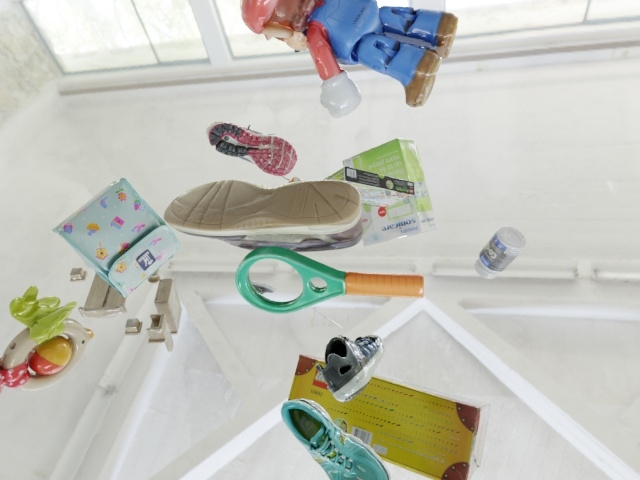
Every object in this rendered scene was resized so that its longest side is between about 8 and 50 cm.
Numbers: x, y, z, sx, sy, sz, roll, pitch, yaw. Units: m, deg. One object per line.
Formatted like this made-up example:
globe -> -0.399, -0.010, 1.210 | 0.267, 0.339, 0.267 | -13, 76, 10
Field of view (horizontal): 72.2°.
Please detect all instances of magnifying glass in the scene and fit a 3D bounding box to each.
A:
magnifying glass -> 0.007, 0.052, 0.532 | 0.230, 0.092, 0.026 | 0, -150, 11

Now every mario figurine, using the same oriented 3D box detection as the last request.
mario figurine -> 0.029, -0.306, 0.652 | 0.320, 0.170, 0.198 | 26, -136, 11

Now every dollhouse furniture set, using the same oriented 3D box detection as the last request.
dollhouse furniture set -> -0.668, 0.244, 1.470 | 0.355, 0.174, 0.303 | -3, -138, -5

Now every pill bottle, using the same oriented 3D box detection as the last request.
pill bottle -> 0.457, 0.033, 1.127 | 0.078, 0.137, 0.078 | 9, -132, -10

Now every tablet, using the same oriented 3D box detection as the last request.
tablet -> 0.020, 0.198, 1.119 | 0.083, 0.054, 0.006 | 35, -95, -8

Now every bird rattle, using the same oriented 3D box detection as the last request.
bird rattle -> -0.570, 0.234, 0.883 | 0.143, 0.207, 0.254 | 16, -110, 24

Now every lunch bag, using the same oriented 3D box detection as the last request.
lunch bag -> -0.542, -0.002, 1.203 | 0.160, 0.262, 0.223 | 1, -137, 52

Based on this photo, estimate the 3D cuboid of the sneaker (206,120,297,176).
sneaker -> -0.205, -0.297, 1.361 | 0.121, 0.299, 0.112 | -62, -149, 13

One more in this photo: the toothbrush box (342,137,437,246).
toothbrush box -> 0.210, -0.143, 1.342 | 0.206, 0.283, 0.122 | -14, 179, 39

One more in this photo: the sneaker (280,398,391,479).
sneaker -> 0.019, 0.433, 0.910 | 0.275, 0.110, 0.107 | 31, -104, 27

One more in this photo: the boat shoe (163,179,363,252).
boat shoe -> -0.079, -0.023, 0.600 | 0.285, 0.092, 0.103 | -1, -133, 17

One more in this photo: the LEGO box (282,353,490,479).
LEGO box -> 0.204, 0.497, 1.266 | 0.500, 0.372, 0.193 | 9, -104, 26

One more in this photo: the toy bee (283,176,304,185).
toy bee -> -0.077, -0.177, 1.619 | 0.195, 0.299, 0.162 | -10, 179, 33

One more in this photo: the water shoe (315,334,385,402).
water shoe -> 0.054, 0.185, 0.729 | 0.073, 0.203, 0.080 | -40, -93, 17

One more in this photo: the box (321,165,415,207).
box -> 0.111, -0.123, 1.046 | 0.206, 0.114, 0.036 | 7, -106, -31

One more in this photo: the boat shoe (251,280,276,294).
boat shoe -> -0.228, 0.185, 1.669 | 0.142, 0.049, 0.040 | 8, -111, 37
